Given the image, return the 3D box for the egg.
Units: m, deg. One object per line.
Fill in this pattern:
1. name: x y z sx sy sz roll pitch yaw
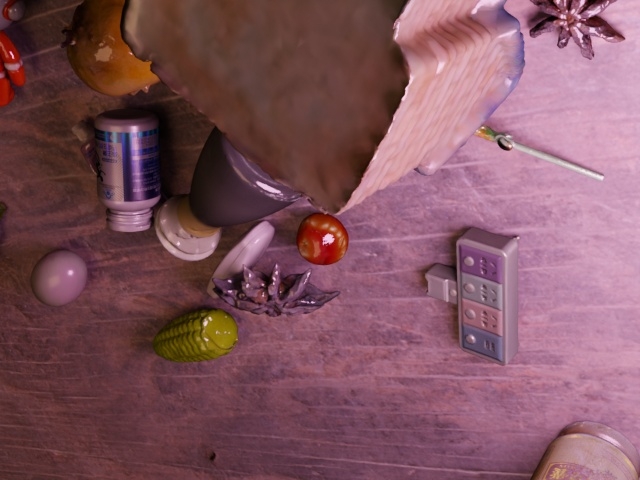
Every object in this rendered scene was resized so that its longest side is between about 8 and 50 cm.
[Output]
1. egg: -0.503 0.072 2.149 0.103 0.103 0.135 45 133 -2

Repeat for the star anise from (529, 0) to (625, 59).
1. star anise: 0.313 -0.284 1.381 0.141 0.042 0.141 17 128 22

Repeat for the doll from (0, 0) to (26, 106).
1. doll: -0.571 -0.378 1.883 0.200 0.105 0.336 33 141 13

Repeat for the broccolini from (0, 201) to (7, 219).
1. broccolini: -0.686 -0.007 2.247 0.091 0.068 0.202 51 137 20

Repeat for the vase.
1. vase: -0.148 -0.081 1.763 0.173 0.173 0.321 48 139 -5

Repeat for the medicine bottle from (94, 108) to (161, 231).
1. medicine bottle: -0.319 -0.117 1.857 0.107 0.107 0.191 11 110 28

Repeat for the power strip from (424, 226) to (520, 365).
1. power strip: 0.231 0.075 1.691 0.145 0.061 0.215 18 129 32

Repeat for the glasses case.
1. glasses case: -0.137 0.034 1.893 0.049 0.074 0.193 45 134 4

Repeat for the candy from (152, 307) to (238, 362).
1. candy: -0.242 0.181 2.060 0.209 0.097 0.096 -18 110 45

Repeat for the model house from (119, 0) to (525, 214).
1. model house: 0.065 -0.339 1.304 0.395 0.400 0.445 40 128 21

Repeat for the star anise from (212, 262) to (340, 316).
1. star anise: -0.082 0.093 1.863 0.204 0.061 0.180 14 155 -23

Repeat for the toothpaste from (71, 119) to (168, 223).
1. toothpaste: -0.320 -0.093 1.948 0.301 0.048 0.075 47 124 -6

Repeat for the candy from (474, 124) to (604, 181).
1. candy: 0.248 -0.135 1.525 0.288 0.078 0.084 24 129 8

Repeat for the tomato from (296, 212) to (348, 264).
1. tomato: 0.000 0.000 1.776 0.087 0.075 0.087 18 127 26

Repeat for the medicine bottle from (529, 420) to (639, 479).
1. medicine bottle: 0.363 0.420 1.653 0.151 0.322 0.151 18 130 23

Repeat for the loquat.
1. loquat: -0.297 -0.300 1.718 0.204 0.149 0.172 21 115 -23
